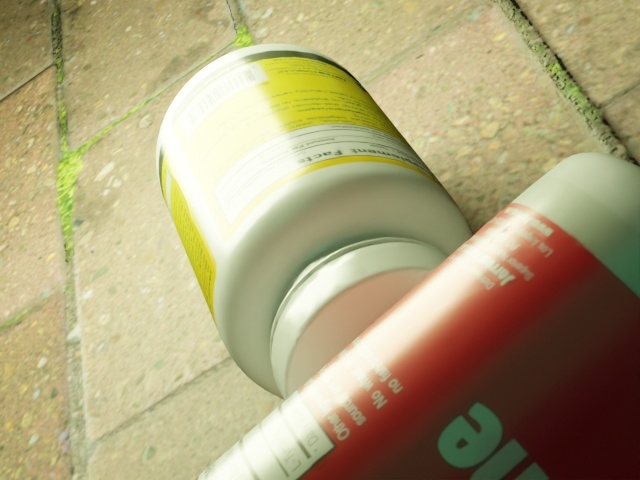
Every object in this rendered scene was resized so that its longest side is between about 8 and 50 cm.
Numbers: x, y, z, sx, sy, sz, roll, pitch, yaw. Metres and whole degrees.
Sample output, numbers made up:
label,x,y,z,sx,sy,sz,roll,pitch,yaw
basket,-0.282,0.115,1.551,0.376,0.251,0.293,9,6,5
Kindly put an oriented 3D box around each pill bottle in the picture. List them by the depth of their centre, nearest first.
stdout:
label,x,y,z,sx,sy,sz,roll,pitch,yaw
pill bottle,0.060,0.165,0.701,0.407,0.229,0.229,-41,33,-2
pill bottle,0.000,0.000,0.990,0.188,0.188,0.334,-37,34,5
